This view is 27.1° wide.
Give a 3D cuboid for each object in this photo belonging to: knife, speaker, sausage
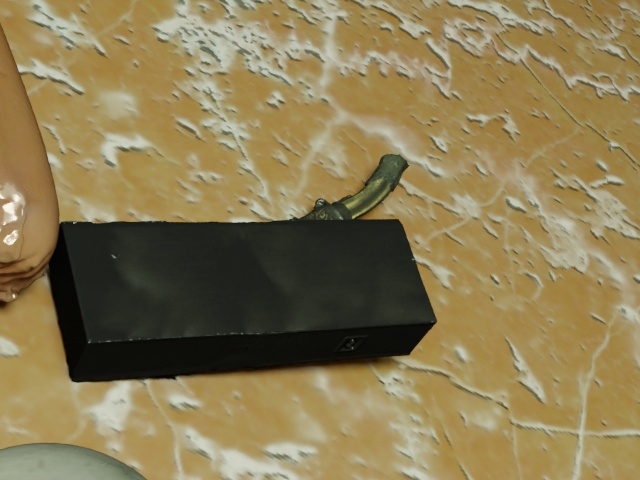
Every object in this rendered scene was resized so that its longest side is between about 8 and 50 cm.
[{"bbox_3d":[-0.005,-0.004,0.867,0.045,0.021,0.222,39,46,3],"label":"knife"},{"bbox_3d":[-0.044,0.030,0.775,0.218,0.044,0.082,-2,58,-28],"label":"speaker"},{"bbox_3d":[-0.216,-0.095,0.756,0.086,0.086,0.289,-5,56,-37],"label":"sausage"}]

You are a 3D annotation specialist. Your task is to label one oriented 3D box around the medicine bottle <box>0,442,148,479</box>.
[{"bbox_3d":[-0.139,0.255,0.420,0.282,0.123,0.375,45,57,4],"label":"medicine bottle"}]
